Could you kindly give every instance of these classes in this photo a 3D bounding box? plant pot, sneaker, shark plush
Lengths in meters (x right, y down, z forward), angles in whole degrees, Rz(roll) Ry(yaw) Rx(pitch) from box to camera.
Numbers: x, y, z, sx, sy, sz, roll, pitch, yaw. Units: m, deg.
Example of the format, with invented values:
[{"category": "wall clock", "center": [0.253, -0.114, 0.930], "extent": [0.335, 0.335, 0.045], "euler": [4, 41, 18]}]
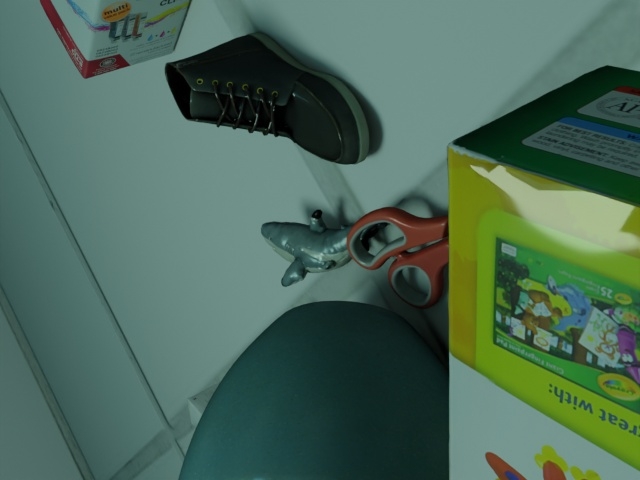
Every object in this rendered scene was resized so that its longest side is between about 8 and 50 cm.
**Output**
[{"category": "plant pot", "center": [0.017, 0.173, 0.828], "extent": [0.290, 0.290, 0.195], "euler": [127, 152, -57]}, {"category": "sneaker", "center": [-0.056, -0.125, 0.843], "extent": [0.222, 0.118, 0.083], "euler": [40, 142, 38]}, {"category": "shark plush", "center": [0.000, 0.000, 0.887], "extent": [0.161, 0.073, 0.067], "euler": [-9, 110, 56]}]

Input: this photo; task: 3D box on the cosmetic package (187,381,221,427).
[{"category": "cosmetic package", "center": [-0.084, 0.287, 1.206], "extent": [0.239, 0.099, 0.060], "euler": [37, 139, 42]}]

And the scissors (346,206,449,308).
[{"category": "scissors", "center": [0.112, -0.013, 0.722], "extent": [0.109, 0.021, 0.297], "euler": [48, 150, -1]}]

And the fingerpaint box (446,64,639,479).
[{"category": "fingerpaint box", "center": [0.282, 0.149, 0.412], "extent": [0.445, 0.163, 0.371], "euler": [24, 130, 41]}]

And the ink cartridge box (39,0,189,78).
[{"category": "ink cartridge box", "center": [-0.237, -0.302, 1.002], "extent": [0.127, 0.128, 0.176], "euler": [59, 150, 12]}]
